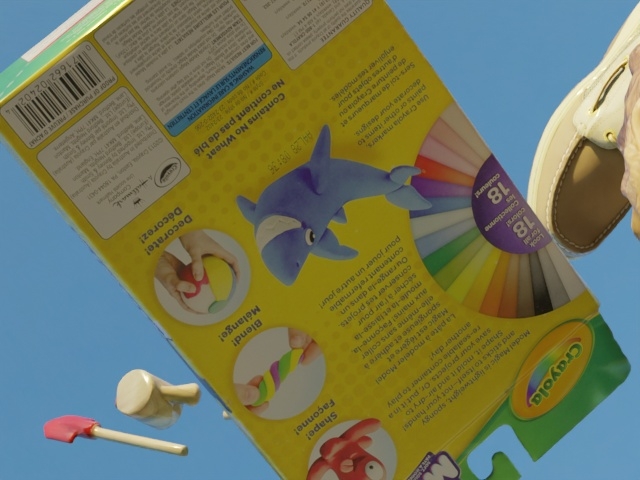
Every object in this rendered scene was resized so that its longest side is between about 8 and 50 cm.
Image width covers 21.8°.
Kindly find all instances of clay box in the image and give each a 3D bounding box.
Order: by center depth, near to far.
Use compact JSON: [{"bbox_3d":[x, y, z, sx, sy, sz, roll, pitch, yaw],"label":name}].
[{"bbox_3d":[0.000,0.000,0.573,0.127,0.053,0.222,-40,-70,-8],"label":"clay box"}]

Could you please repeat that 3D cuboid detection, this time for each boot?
[{"bbox_3d":[0.226,-0.076,1.044,0.077,0.165,0.213,35,-96,-22],"label":"boot"}]

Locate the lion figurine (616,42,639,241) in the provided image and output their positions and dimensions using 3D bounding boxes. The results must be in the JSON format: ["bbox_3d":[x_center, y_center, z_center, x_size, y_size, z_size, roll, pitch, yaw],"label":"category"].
[{"bbox_3d":[0.201,-0.174,0.607,0.240,0.142,0.392,-6,-98,-15],"label":"lion figurine"}]

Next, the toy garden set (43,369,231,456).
[{"bbox_3d":[-0.066,0.152,0.898,0.049,0.244,0.203,34,-125,-49],"label":"toy garden set"}]
